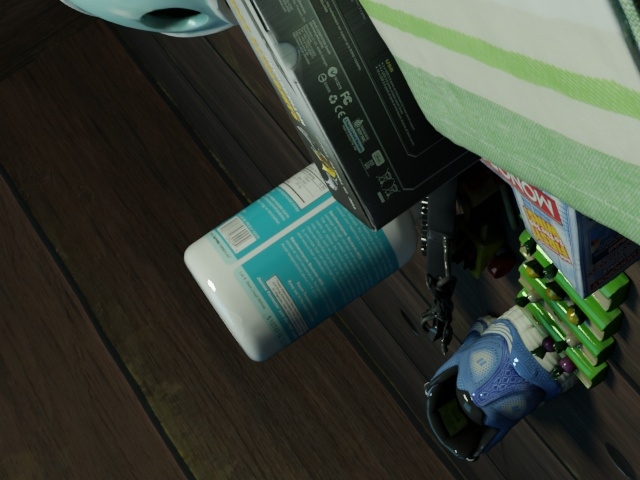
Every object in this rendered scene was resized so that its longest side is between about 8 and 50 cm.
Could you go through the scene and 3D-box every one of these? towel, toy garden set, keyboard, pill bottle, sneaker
[{"bbox_3d":[0.028,-0.142,0.370,0.325,0.038,0.248,56,173,-28],"label":"towel"},{"bbox_3d":[0.176,0.023,0.986,0.204,0.049,0.244,52,172,26],"label":"toy garden set"},{"bbox_3d":[0.100,-0.020,0.957,0.317,0.033,0.201,74,-164,-69],"label":"keyboard"},{"bbox_3d":[0.000,0.000,1.176,0.146,0.264,0.146,55,173,10],"label":"pill bottle"},{"bbox_3d":[0.174,0.164,1.247,0.130,0.147,0.330,54,173,12],"label":"sneaker"}]

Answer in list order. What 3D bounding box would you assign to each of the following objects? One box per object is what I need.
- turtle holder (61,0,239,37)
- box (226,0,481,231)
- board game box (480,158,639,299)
[{"bbox_3d":[-0.135,-0.273,0.958,0.227,0.243,0.320,33,156,14],"label":"turtle holder"},{"bbox_3d":[0.043,-0.147,0.562,0.231,0.183,0.056,59,171,-33],"label":"box"},{"bbox_3d":[0.148,-0.062,0.749,0.194,0.060,0.194,47,168,48],"label":"board game box"}]
